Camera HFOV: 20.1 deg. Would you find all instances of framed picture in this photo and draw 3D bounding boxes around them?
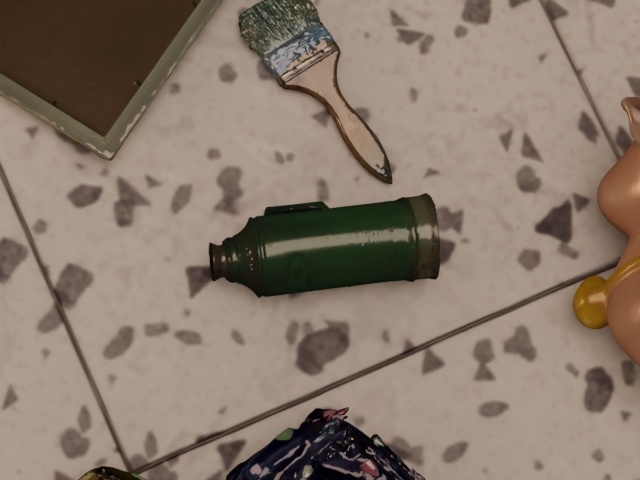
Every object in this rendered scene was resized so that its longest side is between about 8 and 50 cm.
[{"bbox_3d":[-0.196,-0.241,1.550,0.232,0.019,0.296,32,74,4],"label":"framed picture"}]

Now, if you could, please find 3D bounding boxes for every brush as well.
[{"bbox_3d":[0.005,-0.129,1.552,0.070,0.021,0.196,-34,84,-12],"label":"brush"}]

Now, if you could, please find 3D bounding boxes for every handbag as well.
[{"bbox_3d":[0.041,0.258,1.420,0.162,0.113,0.260,-44,93,-8],"label":"handbag"}]

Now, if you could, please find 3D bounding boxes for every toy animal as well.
[{"bbox_3d":[0.304,0.011,1.503,0.165,0.149,0.248,4,88,-22],"label":"toy animal"}]

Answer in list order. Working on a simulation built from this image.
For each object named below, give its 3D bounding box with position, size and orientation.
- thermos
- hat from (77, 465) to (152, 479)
[{"bbox_3d":[0.001,0.002,1.493,0.188,0.073,0.083,-7,79,-9],"label":"thermos"},{"bbox_3d":[-0.162,0.218,1.429,0.077,0.059,0.076,23,91,3],"label":"hat"}]
